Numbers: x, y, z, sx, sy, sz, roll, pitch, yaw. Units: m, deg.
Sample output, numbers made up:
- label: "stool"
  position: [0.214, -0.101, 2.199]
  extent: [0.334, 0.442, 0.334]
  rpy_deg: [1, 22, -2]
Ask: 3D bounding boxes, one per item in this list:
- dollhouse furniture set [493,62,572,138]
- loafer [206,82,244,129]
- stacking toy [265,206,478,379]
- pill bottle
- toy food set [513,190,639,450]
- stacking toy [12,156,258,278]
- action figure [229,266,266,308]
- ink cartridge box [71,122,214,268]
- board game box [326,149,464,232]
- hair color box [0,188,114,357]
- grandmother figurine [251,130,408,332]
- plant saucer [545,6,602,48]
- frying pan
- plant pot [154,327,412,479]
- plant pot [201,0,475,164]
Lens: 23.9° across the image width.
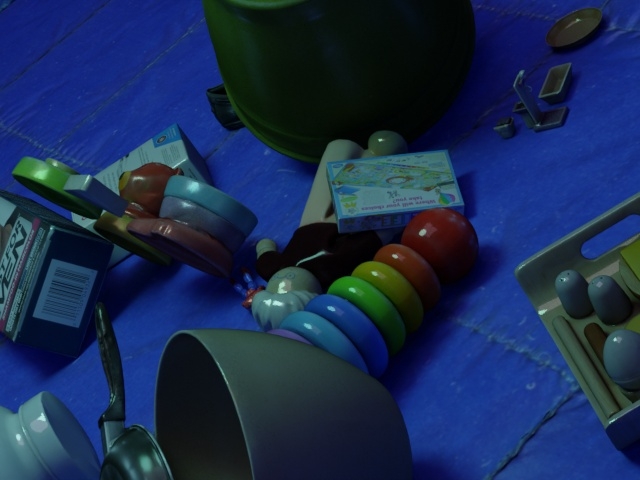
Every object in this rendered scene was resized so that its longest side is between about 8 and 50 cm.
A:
- label: "dollhouse furniture set"
  position: [0.264, -0.201, 1.915]
  extent: [0.091, 0.081, 0.114]
  rpy_deg: [-12, 36, 36]
- label: "loafer"
  position: [-0.079, -0.241, 2.350]
  extent: [0.223, 0.078, 0.076]
  rpy_deg: [-19, 32, 28]
- label: "stacking toy"
  position: [0.058, 0.084, 1.673]
  extent: [0.330, 0.141, 0.141]
  rpy_deg: [-41, 28, -25]
- label: "pill bottle"
  position: [-0.422, 0.314, 1.758]
  extent: [0.323, 0.181, 0.181]
  rpy_deg: [-33, 28, 3]
- label: "toy food set"
  position: [0.323, 0.051, 1.451]
  extent: [0.220, 0.092, 0.306]
  rpy_deg: [-32, 29, 7]
- label: "stacking toy"
  position: [-0.242, -0.072, 2.025]
  extent: [0.309, 0.279, 0.130]
  rpy_deg: [11, 71, 54]
- label: "action figure"
  position: [-0.089, 0.067, 1.938]
  extent: [0.038, 0.030, 0.115]
  rpy_deg: [-40, 22, 0]
- label: "ink cartridge box"
  position: [-0.271, -0.069, 2.285]
  extent: [0.203, 0.086, 0.148]
  rpy_deg: [-33, 29, 5]
- label: "board game box"
  position: [0.090, -0.061, 1.849]
  extent: [0.154, 0.026, 0.103]
  rpy_deg: [-6, 45, -5]
- label: "hair color box"
  position: [-0.434, 0.037, 2.205]
  extent: [0.347, 0.105, 0.174]
  rpy_deg: [22, 93, 58]
- label: "grandmother figurine"
  position: [0.000, 0.000, 1.877]
  extent: [0.208, 0.104, 0.342]
  rpy_deg: [-22, 28, 36]
- label: "plant saucer"
  position: [0.343, -0.281, 2.025]
  extent: [0.083, 0.015, 0.083]
  rpy_deg: [-27, 29, 16]
- label: "frying pan"
  position: [-0.192, 0.223, 1.542]
  extent: [0.053, 0.326, 0.197]
  rpy_deg: [-10, 0, -25]
- label: "plant pot"
  position: [-0.025, 0.213, 1.444]
  extent: [0.191, 0.284, 0.284]
  rpy_deg: [-7, 18, -24]
- label: "plant pot"
  position: [-0.008, -0.329, 1.962]
  extent: [0.366, 0.353, 0.366]
  rpy_deg: [-5, 71, 14]
